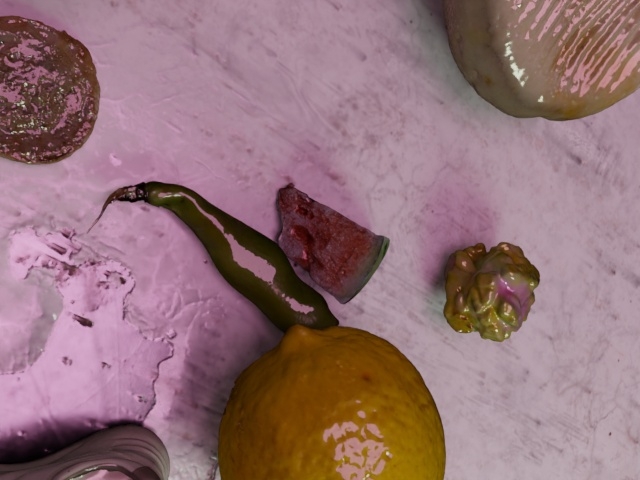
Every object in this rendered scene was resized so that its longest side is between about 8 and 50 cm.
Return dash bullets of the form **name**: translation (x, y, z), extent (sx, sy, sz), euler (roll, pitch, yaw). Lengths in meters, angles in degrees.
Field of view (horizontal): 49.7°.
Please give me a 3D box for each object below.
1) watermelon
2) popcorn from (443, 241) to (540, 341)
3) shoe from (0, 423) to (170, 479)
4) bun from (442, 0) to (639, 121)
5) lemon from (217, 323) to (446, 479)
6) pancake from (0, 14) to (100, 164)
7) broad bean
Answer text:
- **watermelon**: translation (0.014, 0.009, 0.827), extent (0.158, 0.121, 0.098), euler (35, 88, -23)
- **popcorn**: translation (0.233, 0.068, 0.939), extent (0.125, 0.126, 0.145), euler (57, 39, -32)
- **shoe**: translation (-0.278, 0.272, 0.652), extent (0.316, 0.159, 0.124), euler (-14, 99, -30)
- **bun**: translation (0.305, -0.343, 0.912), extent (0.365, 0.219, 0.365), euler (-7, 109, -20)
- **lemon**: translation (0.012, 0.227, 0.758), extent (0.267, 0.267, 0.267), euler (-1, 92, -28)
- **pancake**: translation (-0.295, -0.152, 0.704), extent (0.152, 0.025, 0.151), euler (0, 91, -27)
- **broad bean**: translation (-0.101, 0.025, 0.796), extent (0.318, 0.056, 0.098), euler (30, 76, -22)
